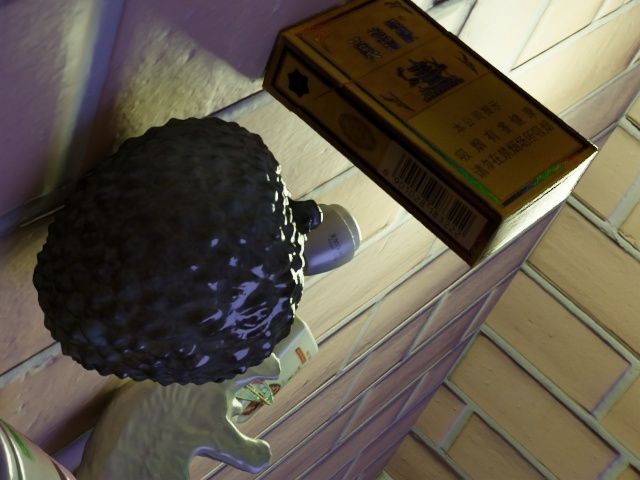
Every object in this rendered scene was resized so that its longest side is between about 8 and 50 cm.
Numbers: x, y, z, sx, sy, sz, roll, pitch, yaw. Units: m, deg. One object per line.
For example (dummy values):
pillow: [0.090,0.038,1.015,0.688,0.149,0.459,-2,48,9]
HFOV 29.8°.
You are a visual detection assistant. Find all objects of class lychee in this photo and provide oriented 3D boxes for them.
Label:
lychee: [-0.130,0.013,1.120,0.275,0.255,0.255,-15,160,0]

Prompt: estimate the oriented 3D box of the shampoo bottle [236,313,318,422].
shampoo bottle: [-0.123,0.239,1.915,0.284,0.071,0.153,-47,162,-9]

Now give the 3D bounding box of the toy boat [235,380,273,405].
toy boat: [-0.115,0.212,1.810,0.175,0.110,0.091,-47,164,-11]

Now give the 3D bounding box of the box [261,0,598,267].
box: [0.113,-0.128,1.258,0.193,0.301,0.084,-32,157,-42]

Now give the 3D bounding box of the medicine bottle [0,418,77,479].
medicine bottle: [-0.353,0.270,1.156,0.212,0.212,0.325,-44,163,-12]

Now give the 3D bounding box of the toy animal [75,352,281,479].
toy animal: [-0.213,0.295,1.604,0.266,0.307,0.188,9,168,-36]

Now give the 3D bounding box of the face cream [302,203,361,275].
face cream: [0.000,0.000,1.648,0.095,0.091,0.091,-30,157,-28]
